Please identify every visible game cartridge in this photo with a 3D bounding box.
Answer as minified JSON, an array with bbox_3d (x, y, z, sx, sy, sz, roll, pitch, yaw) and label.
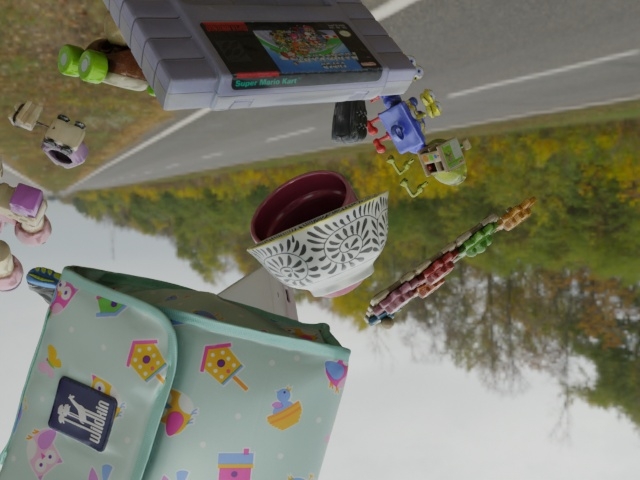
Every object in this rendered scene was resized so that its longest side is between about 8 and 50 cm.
[{"bbox_3d":[-0.068,-0.263,0.902,0.355,0.068,0.230,-12,-128,-34],"label":"game cartridge"}]

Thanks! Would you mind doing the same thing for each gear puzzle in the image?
[{"bbox_3d":[0.219,0.036,1.152,0.339,0.044,0.175,-34,166,-12],"label":"gear puzzle"}]

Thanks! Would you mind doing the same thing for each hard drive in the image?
[{"bbox_3d":[-0.180,0.184,1.444,0.307,0.203,0.040,-32,135,22],"label":"hard drive"}]

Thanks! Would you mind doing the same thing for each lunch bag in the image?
[{"bbox_3d":[-0.130,0.154,0.628,0.262,0.223,0.160,16,-177,-14],"label":"lunch bag"}]

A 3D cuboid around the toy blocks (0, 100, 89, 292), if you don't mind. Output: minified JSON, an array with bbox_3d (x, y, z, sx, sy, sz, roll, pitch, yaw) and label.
[{"bbox_3d":[-0.616,-0.083,1.297,0.288,0.309,0.260,24,155,-8],"label":"toy blocks"}]

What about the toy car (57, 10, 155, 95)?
[{"bbox_3d":[-0.330,-0.352,1.201,0.155,0.188,0.149,3,-165,-47],"label":"toy car"}]

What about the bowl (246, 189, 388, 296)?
[{"bbox_3d":[0.011,0.012,0.791,0.170,0.080,0.170,-23,-176,2],"label":"bowl"}]

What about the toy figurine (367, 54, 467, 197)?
[{"bbox_3d":[0.189,-0.240,1.662,0.191,0.362,0.217,-24,-166,24],"label":"toy figurine"}]

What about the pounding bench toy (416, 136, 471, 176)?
[{"bbox_3d":[0.232,-0.160,1.324,0.083,0.052,0.065,-30,-167,-31],"label":"pounding bench toy"}]

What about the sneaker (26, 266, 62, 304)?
[{"bbox_3d":[-0.621,0.125,1.732,0.188,0.078,0.067,23,-133,-7],"label":"sneaker"}]

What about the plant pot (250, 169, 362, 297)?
[{"bbox_3d":[0.000,0.000,1.317,0.201,0.180,0.201,-21,-142,17],"label":"plant pot"}]

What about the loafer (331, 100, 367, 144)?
[{"bbox_3d":[0.055,-0.310,1.477,0.078,0.223,0.076,1,177,30],"label":"loafer"}]
